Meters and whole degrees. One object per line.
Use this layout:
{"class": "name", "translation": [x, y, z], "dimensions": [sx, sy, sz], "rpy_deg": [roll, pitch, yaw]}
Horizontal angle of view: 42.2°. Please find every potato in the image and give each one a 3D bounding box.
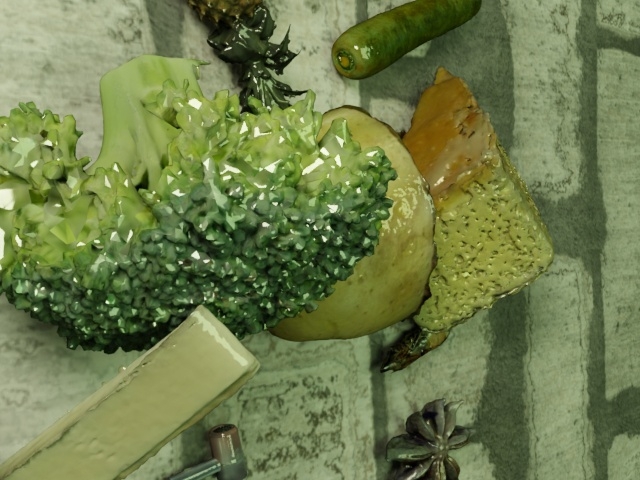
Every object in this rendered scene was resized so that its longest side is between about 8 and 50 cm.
{"class": "potato", "translation": [0.000, 0.000, 0.985], "dimensions": [0.242, 0.242, 0.285], "rpy_deg": [-26, 122, -41]}

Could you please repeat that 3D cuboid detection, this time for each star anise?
{"class": "star anise", "translation": [0.164, 0.319, 1.237], "dimensions": [0.204, 0.061, 0.181], "rpy_deg": [-27, 109, -41]}

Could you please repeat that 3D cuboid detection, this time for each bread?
{"class": "bread", "translation": [0.173, -0.063, 1.234], "dimensions": [0.279, 0.315, 0.248], "rpy_deg": [-39, 118, 8]}

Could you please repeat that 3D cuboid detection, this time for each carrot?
{"class": "carrot", "translation": [0.144, -0.318, 1.221], "dimensions": [0.358, 0.074, 0.074], "rpy_deg": [-34, 113, -40]}

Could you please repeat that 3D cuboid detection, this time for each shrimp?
{"class": "shrimp", "translation": [0.133, 0.106, 1.227], "dimensions": [0.195, 0.035, 0.148], "rpy_deg": [-28, 110, -45]}

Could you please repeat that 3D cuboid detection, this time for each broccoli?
{"class": "broccoli", "translation": [-0.139, -0.026, 0.769], "dimensions": [0.338, 0.317, 0.277], "rpy_deg": [-50, 157, 0]}

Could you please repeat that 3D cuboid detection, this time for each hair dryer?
{"class": "hair dryer", "translation": [-0.141, 0.263, 0.965], "dimensions": [0.114, 0.037, 0.063], "rpy_deg": [-17, 100, -36]}

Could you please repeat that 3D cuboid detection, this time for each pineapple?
{"class": "pineapple", "translation": [-0.089, -0.256, 0.969], "dimensions": [0.125, 0.125, 0.251], "rpy_deg": [-42, 124, -36]}

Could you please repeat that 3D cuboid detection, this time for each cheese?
{"class": "cheese", "translation": [-0.226, 0.201, 0.713], "dimensions": [0.400, 0.034, 0.085], "rpy_deg": [-38, 118, 10]}
